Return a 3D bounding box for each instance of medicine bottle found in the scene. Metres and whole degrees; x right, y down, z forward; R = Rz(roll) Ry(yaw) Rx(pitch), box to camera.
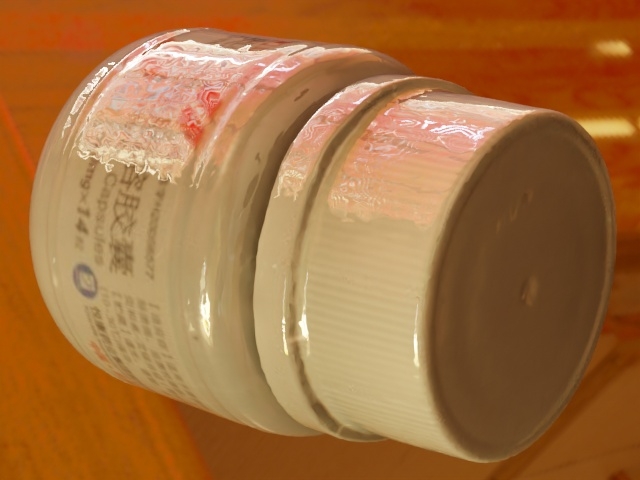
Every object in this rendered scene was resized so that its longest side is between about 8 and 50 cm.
[{"bbox_3d":[0.000,0.000,0.866,0.306,0.245,0.245,13,26,38],"label":"medicine bottle"}]
